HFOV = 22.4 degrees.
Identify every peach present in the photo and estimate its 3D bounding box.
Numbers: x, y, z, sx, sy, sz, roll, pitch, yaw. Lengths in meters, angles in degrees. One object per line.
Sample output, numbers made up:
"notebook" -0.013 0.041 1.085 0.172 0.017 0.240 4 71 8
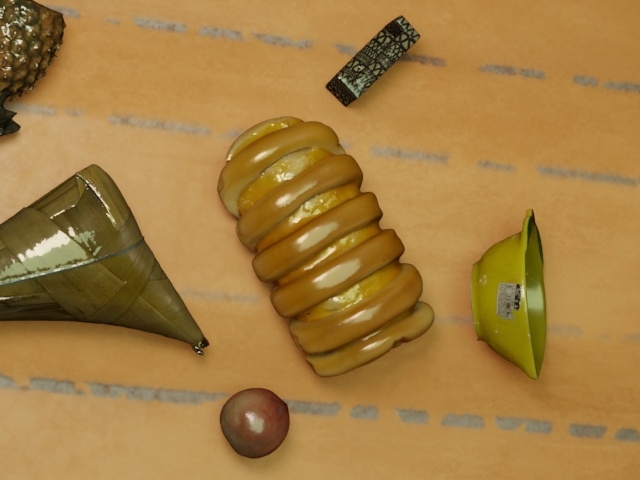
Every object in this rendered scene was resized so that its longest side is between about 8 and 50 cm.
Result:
"peach" -0.074 0.209 1.859 0.083 0.083 0.083 2 83 -14

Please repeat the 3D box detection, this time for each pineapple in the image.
"pineapple" -0.382 -0.164 1.823 0.125 0.125 0.251 23 88 -10

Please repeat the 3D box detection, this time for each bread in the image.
"bread" 0.000 0.000 1.882 0.173 0.121 0.311 -30 90 -15

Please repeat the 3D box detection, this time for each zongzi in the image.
"zongzi" -0.277 0.073 1.820 0.228 0.115 0.256 -34 103 -12

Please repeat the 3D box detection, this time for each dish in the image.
"dish" 0.221 0.065 1.933 0.080 0.149 0.207 -5 73 15

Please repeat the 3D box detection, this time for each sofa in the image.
"sofa" 0.063 -0.217 1.955 0.039 0.060 0.118 46 75 -9
